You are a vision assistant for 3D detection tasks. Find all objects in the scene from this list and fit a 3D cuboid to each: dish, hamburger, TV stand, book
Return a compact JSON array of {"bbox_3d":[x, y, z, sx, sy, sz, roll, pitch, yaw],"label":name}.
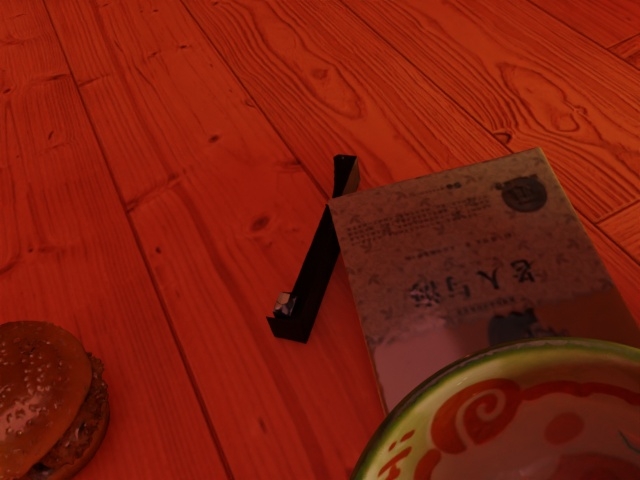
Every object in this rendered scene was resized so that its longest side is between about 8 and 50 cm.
[{"bbox_3d":[0.175,0.236,0.425,0.325,0.124,0.323,-2,78,9],"label":"dish"},{"bbox_3d":[-0.310,0.173,0.595,0.191,0.118,0.181,21,62,19],"label":"hamburger"},{"bbox_3d":[0.000,0.000,0.715,0.040,0.049,0.256,8,55,18],"label":"TV stand"},{"bbox_3d":[0.175,0.079,0.601,0.269,0.032,0.388,-15,58,-1],"label":"book"}]
